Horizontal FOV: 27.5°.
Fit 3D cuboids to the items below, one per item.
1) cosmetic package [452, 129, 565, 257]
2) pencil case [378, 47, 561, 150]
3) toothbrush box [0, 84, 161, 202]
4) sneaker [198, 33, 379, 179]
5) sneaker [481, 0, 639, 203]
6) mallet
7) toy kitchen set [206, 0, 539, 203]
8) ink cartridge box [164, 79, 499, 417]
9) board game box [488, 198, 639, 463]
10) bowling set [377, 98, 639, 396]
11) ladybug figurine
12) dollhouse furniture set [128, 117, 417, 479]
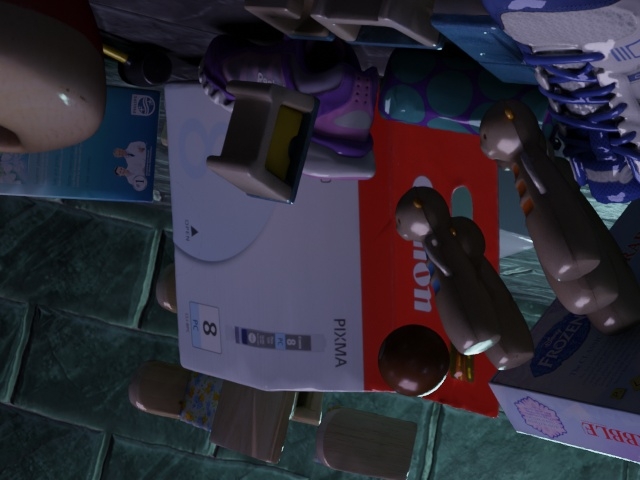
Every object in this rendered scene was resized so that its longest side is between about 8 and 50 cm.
[{"bbox_3d":[0.171,-0.046,1.350,0.085,0.117,0.231,14,172,-10],"label":"cosmetic package"},{"bbox_3d":[0.125,-0.117,1.064,0.152,0.064,0.070,12,-161,21],"label":"pencil case"},{"bbox_3d":[-0.348,-0.112,1.381,0.295,0.126,0.216,1,-175,-30],"label":"toothbrush box"},{"bbox_3d":[-0.021,-0.139,1.109,0.095,0.104,0.236,-2,-153,-34],"label":"sneaker"},{"bbox_3d":[0.195,-0.091,0.823,0.112,0.131,0.296,11,173,45],"label":"sneaker"},{"bbox_3d":[-0.242,-0.202,1.311,0.190,0.039,0.062,22,174,-26],"label":"mallet"},{"bbox_3d":[0.049,-0.097,0.920,0.207,0.166,0.122,10,174,34],"label":"toy kitchen set"},{"bbox_3d":[0.000,0.000,1.267,0.091,0.308,0.385,-10,-168,-41],"label":"ink cartridge box"},{"bbox_3d":[0.347,0.050,1.030,0.318,0.318,0.066,9,137,49],"label":"board game box"},{"bbox_3d":[0.109,0.008,0.952,0.200,0.154,0.287,-26,159,10],"label":"bowling set"},{"bbox_3d":[-0.304,-0.177,1.002,0.305,0.162,0.449,15,175,-13],"label":"ladybug figurine"},{"bbox_3d":[-0.071,0.050,1.528,0.256,0.394,0.362,19,172,-42],"label":"dollhouse furniture set"}]
